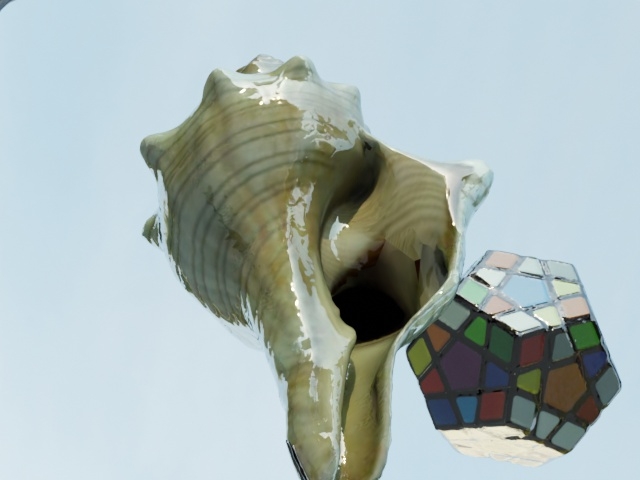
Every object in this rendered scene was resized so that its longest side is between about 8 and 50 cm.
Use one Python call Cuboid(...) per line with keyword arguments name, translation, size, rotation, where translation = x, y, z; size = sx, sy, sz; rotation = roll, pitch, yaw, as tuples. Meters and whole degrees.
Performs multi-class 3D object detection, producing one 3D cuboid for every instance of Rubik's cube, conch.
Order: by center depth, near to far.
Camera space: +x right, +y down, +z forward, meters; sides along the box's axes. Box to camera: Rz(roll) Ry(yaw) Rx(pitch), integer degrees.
Cuboid(name="conch", translation=(0.003, 0.000, 0.463), size=(0.234, 0.137, 0.114), rotation=(57, -14, 28))
Cuboid(name="Rubik's cube", translation=(0.115, 0.071, 0.648), size=(0.133, 0.133, 0.112), rotation=(19, -51, 20))

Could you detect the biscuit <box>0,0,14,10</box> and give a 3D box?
Cuboid(name="biscuit", translation=(-0.203, -0.237, 0.622), size=(0.075, 0.296, 0.296), rotation=(42, -53, 7))
